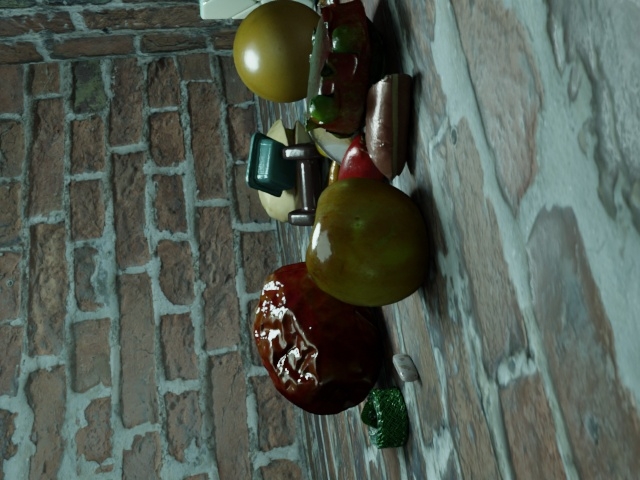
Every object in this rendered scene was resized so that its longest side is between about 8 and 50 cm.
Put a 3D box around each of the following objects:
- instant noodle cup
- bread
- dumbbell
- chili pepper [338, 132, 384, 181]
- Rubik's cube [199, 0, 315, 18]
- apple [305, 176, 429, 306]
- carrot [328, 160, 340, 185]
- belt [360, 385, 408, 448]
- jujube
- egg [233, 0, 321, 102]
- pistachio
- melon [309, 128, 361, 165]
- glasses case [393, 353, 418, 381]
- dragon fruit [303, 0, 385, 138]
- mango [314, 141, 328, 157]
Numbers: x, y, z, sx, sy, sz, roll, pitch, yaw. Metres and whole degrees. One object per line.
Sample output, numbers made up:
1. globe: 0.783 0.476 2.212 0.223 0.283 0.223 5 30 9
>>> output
1. instant noodle cup: -0.127 -0.208 2.130 0.179 0.070 0.157 16 -101 -59
2. bread: 0.114 -0.211 1.333 0.119 0.067 0.192 -110 16 -59
3. dumbbell: -0.029 -0.154 2.096 0.124 0.140 0.225 -22 -70 -58
4. chili pepper: 0.078 -0.144 1.577 0.368 0.092 0.137 120 158 -70
5. Rubik's cube: -0.170 -0.795 2.007 0.322 0.319 0.315 114 150 -71
6. apple: 0.084 0.006 1.330 0.237 0.208 0.236 -167 90 -87
7. carrot: 0.040 -0.150 1.945 0.048 0.048 0.139 -112 19 -62
8. belt: 0.127 0.372 1.597 0.151 0.079 0.121 95 167 -53
9. jujube: -0.013 0.210 1.765 0.276 0.277 0.377 93 156 -45
10. egg: -0.093 -0.470 1.933 0.322 0.250 0.250 -128 33 -82
11. pistachio: -0.095 -0.209 2.317 0.214 0.194 0.317 168 98 -78
12. melon: 0.035 -0.261 1.723 0.093 0.140 0.202 -12 81 59
13. glasses case: 0.160 0.239 1.449 0.083 0.032 0.021 -111 16 -64
14. dragon fruit: 0.039 -0.316 1.426 0.268 0.130 0.295 112 164 -52
15. mango: 0.019 -0.266 1.920 0.161 0.076 0.103 -106 8 -65
